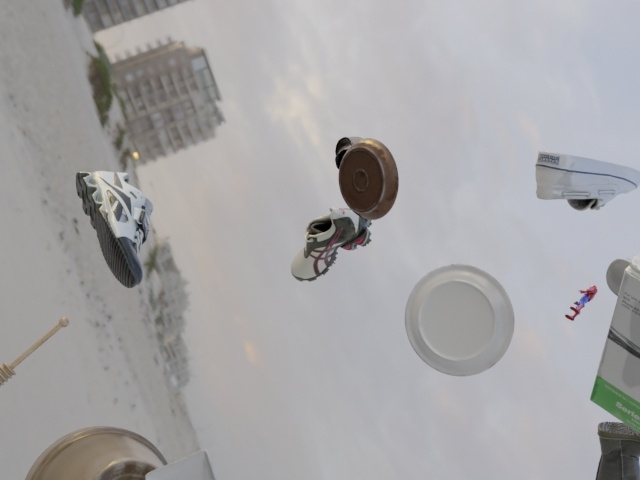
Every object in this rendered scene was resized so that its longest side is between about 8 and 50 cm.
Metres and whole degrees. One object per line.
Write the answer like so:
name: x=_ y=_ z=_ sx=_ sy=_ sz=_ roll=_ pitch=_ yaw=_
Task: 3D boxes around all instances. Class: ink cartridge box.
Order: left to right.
ink cartridge box: x=0.513 y=0.115 z=1.192 sx=0.121 sy=0.211 sz=0.289 roll=36 pitch=-33 yaw=34

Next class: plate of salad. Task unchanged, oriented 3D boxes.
plate of salad: x=0.248 y=0.141 z=1.491 sx=0.199 sy=0.200 sz=0.048 roll=63 pitch=21 yaw=12

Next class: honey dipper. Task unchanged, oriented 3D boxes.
honey dipper: x=-0.498 y=0.189 z=1.437 sx=0.030 sy=0.161 sz=0.030 roll=39 pitch=-22 yaw=19

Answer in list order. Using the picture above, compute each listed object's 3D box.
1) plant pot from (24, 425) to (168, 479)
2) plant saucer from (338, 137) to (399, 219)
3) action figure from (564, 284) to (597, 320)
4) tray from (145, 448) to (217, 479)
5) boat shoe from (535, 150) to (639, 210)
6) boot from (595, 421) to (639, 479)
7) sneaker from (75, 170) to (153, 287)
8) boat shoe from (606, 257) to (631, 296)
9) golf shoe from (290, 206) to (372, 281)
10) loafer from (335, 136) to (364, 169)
plant pot: x=-0.419 y=0.533 z=1.670 sx=0.280 sy=0.323 sz=0.323 roll=-25 pitch=-91 yaw=61
plant saucer: x=0.090 y=-0.123 z=1.703 sx=0.168 sy=0.029 sz=0.168 roll=13 pitch=-73 yaw=48
action figure: x=0.519 y=0.117 z=1.650 sx=0.030 sy=0.115 sz=0.038 roll=34 pitch=-47 yaw=25
tray: x=-0.205 y=0.510 z=1.444 sx=0.030 sy=0.145 sz=0.270 roll=13 pitch=53 yaw=-64
boat shoe: x=0.425 y=-0.089 z=1.344 sx=0.095 sy=0.258 sz=0.084 roll=19 pitch=-79 yaw=51
boot: x=0.696 y=0.506 z=1.840 sx=0.190 sy=0.076 sz=0.208 roll=2 pitch=-74 yaw=32
sneaker: x=-0.433 y=-0.042 z=1.880 sx=0.330 sy=0.146 sz=0.122 roll=61 pitch=-33 yaw=30
boat shoe: x=0.636 y=0.121 z=1.512 sx=0.267 sy=0.088 sz=0.096 roll=44 pitch=-55 yaw=51
golf shoe: x=0.000 y=0.000 z=1.964 sx=0.273 sy=0.120 sz=0.105 roll=-39 pitch=-141 yaw=38
loafer: x=0.072 y=-0.203 z=2.001 sx=0.220 sy=0.078 sz=0.080 roll=-129 pitch=-131 yaw=-64
